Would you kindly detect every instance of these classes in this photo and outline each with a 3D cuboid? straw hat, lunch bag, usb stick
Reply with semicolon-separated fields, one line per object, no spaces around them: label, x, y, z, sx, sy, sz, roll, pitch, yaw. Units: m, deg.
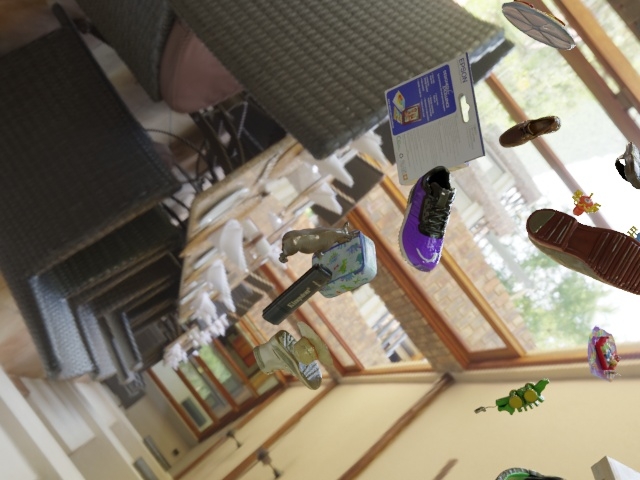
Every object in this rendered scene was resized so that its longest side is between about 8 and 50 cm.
straw hat;-0.037;0.288;1.539;0.061;0.144;0.144;-35;177;-24
lunch bag;0.069;0.075;1.884;0.219;0.090;0.176;-26;-135;30
usb stick;-0.076;0.171;1.836;0.278;0.077;0.045;-42;-158;25

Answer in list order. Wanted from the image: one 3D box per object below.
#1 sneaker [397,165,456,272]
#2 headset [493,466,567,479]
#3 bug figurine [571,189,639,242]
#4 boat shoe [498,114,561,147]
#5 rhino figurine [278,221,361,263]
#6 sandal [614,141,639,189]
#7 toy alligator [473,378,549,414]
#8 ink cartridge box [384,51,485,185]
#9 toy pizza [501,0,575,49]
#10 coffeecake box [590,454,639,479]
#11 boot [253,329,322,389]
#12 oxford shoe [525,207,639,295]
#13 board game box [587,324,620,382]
sneaker;0.273;-0.068;1.456;0.146;0.102;0.293;125;-21;-54
headset;0.604;0.683;1.426;0.243;0.394;0.185;-76;-171;-57
bug figurine;0.873;-0.024;1.817;0.072;0.279;0.216;-41;157;-27
boat shoe;0.596;-0.317;1.688;0.178;0.064;0.060;-18;173;29
rhino figurine;0.000;0.000;1.653;0.243;0.073;0.106;-10;153;-12
sandal;0.681;-0.155;1.291;0.060;0.090;0.219;-34;-174;37
toy alligator;0.456;0.384;1.379;0.189;0.051;0.056;-31;176;18
ink cartridge box;0.341;-0.345;1.726;0.307;0.304;0.072;-14;170;44
toy pizza;0.530;-0.526;1.422;0.032;0.201;0.201;-59;174;12
coffeecake box;0.872;0.714;1.650;0.068;0.185;0.142;-57;-171;28
boot;-0.105;0.391;1.834;0.165;0.213;0.077;-37;-178;43
oxford shoe;0.672;0.036;1.436;0.123;0.348;0.130;-51;152;-6
board game box;0.768;0.302;1.567;0.033;0.168;0.133;-9;-117;49
